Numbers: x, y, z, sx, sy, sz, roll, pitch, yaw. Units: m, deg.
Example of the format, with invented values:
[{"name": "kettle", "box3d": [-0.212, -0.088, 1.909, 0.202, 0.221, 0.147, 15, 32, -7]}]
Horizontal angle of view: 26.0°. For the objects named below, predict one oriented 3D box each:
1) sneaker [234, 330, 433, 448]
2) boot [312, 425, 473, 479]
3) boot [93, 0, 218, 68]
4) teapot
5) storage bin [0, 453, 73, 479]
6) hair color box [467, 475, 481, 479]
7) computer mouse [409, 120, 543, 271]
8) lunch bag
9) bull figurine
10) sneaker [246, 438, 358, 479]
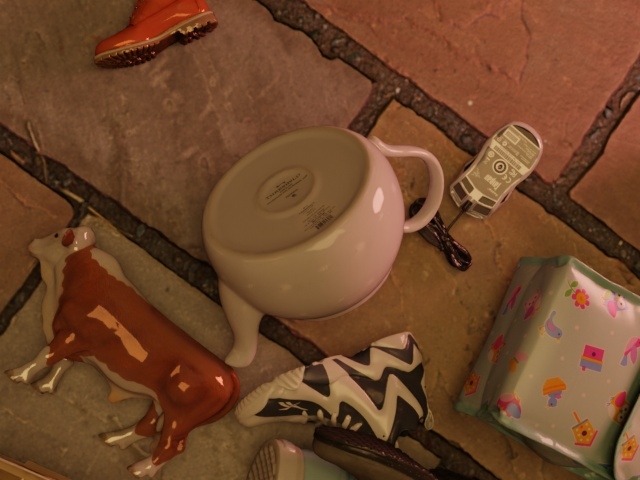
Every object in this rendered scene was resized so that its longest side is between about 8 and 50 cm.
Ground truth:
[{"name": "sneaker", "box3d": [0.027, 0.216, 1.643, 0.235, 0.094, 0.153, -18, 79, -18]}, {"name": "boot", "box3d": [0.076, 0.322, 1.575, 0.246, 0.083, 0.161, 26, 91, -16]}, {"name": "boot", "box3d": [-0.212, -0.265, 1.676, 0.158, 0.059, 0.084, -27, 86, -17]}, {"name": "teapot", "box3d": [0.000, 0.000, 1.614, 0.256, 0.187, 0.252, -9, 45, 24]}, {"name": "storage bin", "box3d": [-0.315, 0.402, 1.556, 0.260, 0.123, 0.262, 22, 83, 7]}, {"name": "hair color box", "box3d": [0.166, 0.378, 1.669, 0.093, 0.053, 0.167, -12, 88, -6]}, {"name": "computer mouse", "box3d": [0.201, -0.063, 1.716, 0.106, 0.042, 0.193, 42, 88, 3]}, {"name": "lunch bag", "box3d": [0.329, 0.169, 1.656, 0.262, 0.160, 0.223, 29, 79, -15]}, {"name": "bull figurine", "box3d": [-0.245, 0.127, 1.617, 0.310, 0.101, 0.188, 39, 86, 0]}, {"name": "sneaker", "box3d": [-0.034, 0.422, 1.595, 0.150, 0.135, 0.366, 18, 81, -19]}]
